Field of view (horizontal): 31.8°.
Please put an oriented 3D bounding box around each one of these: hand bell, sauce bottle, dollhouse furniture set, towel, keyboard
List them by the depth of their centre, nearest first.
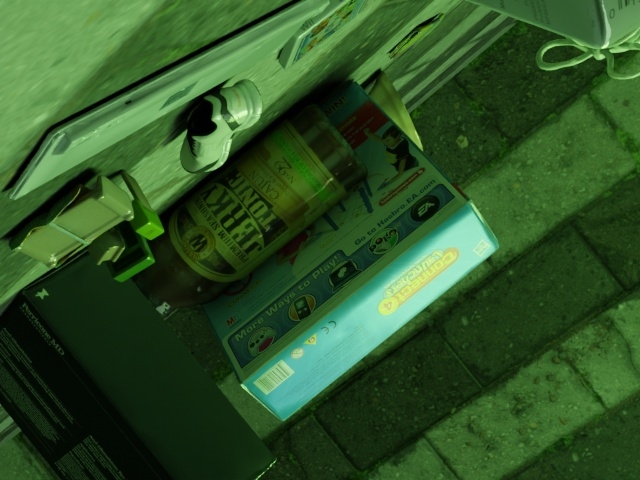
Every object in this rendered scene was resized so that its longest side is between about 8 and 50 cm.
[{"bbox_3d":[-0.084,-0.096,0.687,0.072,0.014,0.256,-32,-176,46],"label":"keyboard"},{"bbox_3d":[-0.166,-0.019,0.800,0.076,0.059,0.151,-32,161,5],"label":"dollhouse furniture set"},{"bbox_3d":[-0.108,-0.005,1.228,0.344,0.111,0.111,-41,180,3],"label":"sauce bottle"},{"bbox_3d":[0.120,-0.254,1.395,0.060,0.009,0.083,-40,180,39],"label":"towel"},{"bbox_3d":[0.003,-0.120,1.514,0.242,0.126,0.126,-26,180,1],"label":"hand bell"}]

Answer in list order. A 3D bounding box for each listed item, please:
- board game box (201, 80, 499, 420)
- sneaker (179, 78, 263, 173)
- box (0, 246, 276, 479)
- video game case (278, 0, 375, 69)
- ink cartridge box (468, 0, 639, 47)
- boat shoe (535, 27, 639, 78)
[{"bbox_3d":[0.000,0.000,1.290,0.308,0.086,0.302,-39,-141,3],"label":"board game box"},{"bbox_3d":[-0.084,-0.081,0.815,0.043,0.040,0.109,-19,164,-35],"label":"sneaker"},{"bbox_3d":[-0.192,0.158,1.060,0.103,0.261,0.184,-39,180,-39],"label":"box"},{"bbox_3d":[0.022,-0.178,0.842,0.122,0.011,0.087,-39,180,-10],"label":"video game case"},{"bbox_3d":[0.138,-0.196,0.627,0.189,0.066,0.232,-33,-138,-18],"label":"ink cartridge box"},{"bbox_3d":[0.245,-0.216,0.995,0.135,0.157,0.367,-10,180,21],"label":"boat shoe"}]
